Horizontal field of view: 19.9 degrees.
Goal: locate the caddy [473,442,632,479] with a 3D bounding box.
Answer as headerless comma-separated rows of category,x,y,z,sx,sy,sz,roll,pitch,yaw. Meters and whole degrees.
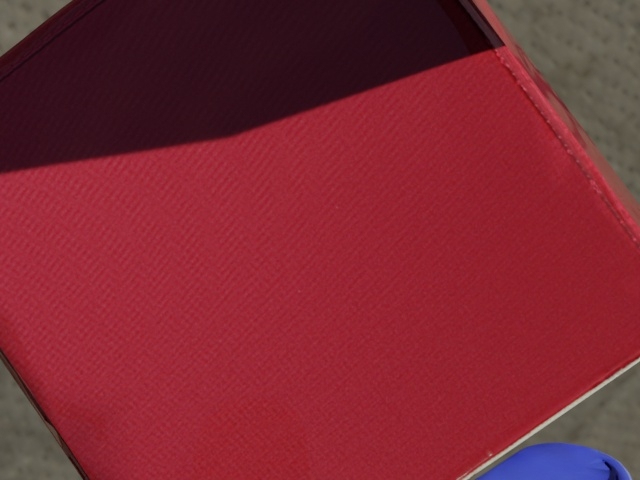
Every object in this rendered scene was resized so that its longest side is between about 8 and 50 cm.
caddy,0.030,0.207,1.010,0.341,0.241,0.179,-10,113,-54

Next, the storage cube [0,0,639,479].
storage cube,0.000,0.000,0.636,0.215,0.193,0.184,-37,173,9
